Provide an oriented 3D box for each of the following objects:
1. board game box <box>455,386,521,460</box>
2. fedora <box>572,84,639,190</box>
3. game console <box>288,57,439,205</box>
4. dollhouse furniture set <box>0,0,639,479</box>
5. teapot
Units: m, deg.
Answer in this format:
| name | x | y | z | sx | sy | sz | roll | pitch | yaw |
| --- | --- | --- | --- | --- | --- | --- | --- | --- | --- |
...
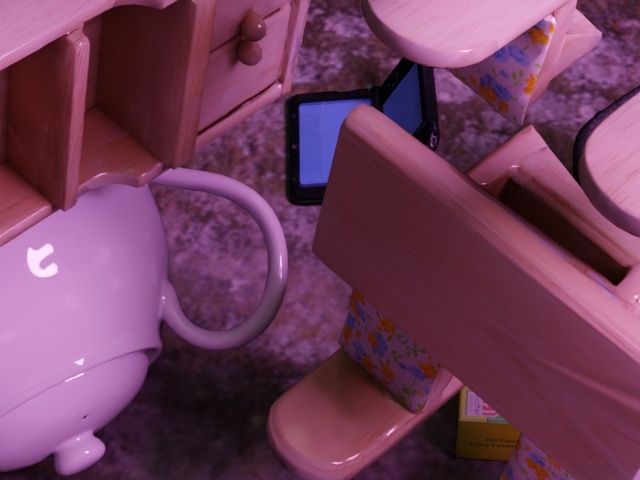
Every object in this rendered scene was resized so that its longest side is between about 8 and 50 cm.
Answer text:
| name | x | y | z | sx | sy | sz | roll | pitch | yaw |
| --- | --- | --- | --- | --- | --- | --- | --- | --- | --- |
| board game box | 0.182 | 0.101 | 1.241 | 0.181 | 0.043 | 0.092 | 3 | 46 | 3 |
| fedora | 0.277 | -0.034 | 1.171 | 0.334 | 0.152 | 0.334 | -11 | 41 | 9 |
| game console | 0.032 | -0.091 | 1.407 | 0.071 | 0.107 | 0.122 | 19 | 43 | -21 |
| dollhouse furniture set | 0.000 | 0.000 | 0.970 | 0.394 | 0.362 | 0.256 | 40 | 55 | 21 |
| teapot | -0.185 | 0.057 | 1.177 | 0.252 | 0.256 | 0.187 | -22 | 76 | -45 |
